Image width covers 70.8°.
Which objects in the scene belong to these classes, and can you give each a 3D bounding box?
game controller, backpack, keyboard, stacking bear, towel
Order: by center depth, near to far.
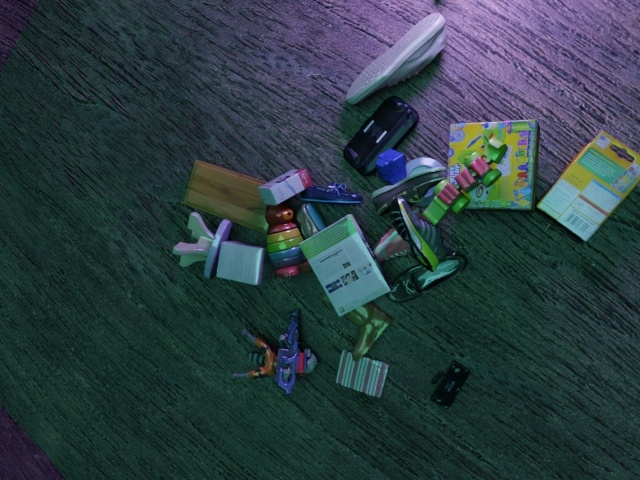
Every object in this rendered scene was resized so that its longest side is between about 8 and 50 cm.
[{"bbox_3d":[0.267,-0.269,1.710,0.101,0.120,0.098,-29,38,-10],"label":"backpack"},{"bbox_3d":[0.482,0.544,1.718,0.108,0.023,0.180,29,98,7],"label":"keyboard"},{"bbox_3d":[0.231,-0.409,1.762,0.319,0.067,0.166,-48,64,11],"label":"game controller"},{"bbox_3d":[-0.143,-0.009,1.801,0.164,0.175,0.289,-8,96,51],"label":"stacking bear"},{"bbox_3d":[0.164,0.532,1.807,0.196,0.029,0.144,14,94,18],"label":"towel"}]

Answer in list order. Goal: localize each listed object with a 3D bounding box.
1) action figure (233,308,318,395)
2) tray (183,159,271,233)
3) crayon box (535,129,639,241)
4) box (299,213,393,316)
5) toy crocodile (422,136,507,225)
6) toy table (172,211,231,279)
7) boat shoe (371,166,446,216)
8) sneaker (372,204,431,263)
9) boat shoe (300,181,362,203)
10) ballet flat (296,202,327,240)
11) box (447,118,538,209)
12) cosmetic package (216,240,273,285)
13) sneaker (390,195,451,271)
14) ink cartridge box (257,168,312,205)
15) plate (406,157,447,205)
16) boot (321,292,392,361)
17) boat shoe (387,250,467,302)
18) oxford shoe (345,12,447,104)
[{"bbox_3d":[-0.164,0.456,1.862,0.329,0.179,0.342,9,66,9],"label":"action figure"},{"bbox_3d":[-0.372,-0.189,1.922,0.410,0.076,0.203,19,96,14],"label":"tray"},{"bbox_3d":[0.927,-0.182,1.547,0.203,0.083,0.323,40,101,12],"label":"crayon box"},{"bbox_3d":[0.094,0.095,1.696,0.232,0.058,0.322,-29,89,19],"label":"box"},{"bbox_3d":[0.471,-0.188,1.475,0.340,0.105,0.115,-45,69,22],"label":"toy crocodile"},{"bbox_3d":[-0.489,0.017,1.887,0.160,0.252,0.275,20,102,0],"label":"toy table"},{"bbox_3d":[0.326,-0.175,1.650,0.324,0.116,0.097,-21,75,44],"label":"boat shoe"},{"bbox_3d":[0.297,0.018,1.714,0.136,0.116,0.314,41,101,10],"label":"sneaker"},{"bbox_3d":[0.040,-0.191,1.789,0.258,0.109,0.089,7,89,14],"label":"boat shoe"},{"bbox_3d":[0.000,0.000,1.818,0.106,0.107,0.316,-37,75,34],"label":"ballet flat"},{"bbox_3d":[0.597,-0.249,1.563,0.278,0.177,0.290,5,93,28],"label":"box"},{"bbox_3d":[-0.306,0.089,1.867,0.183,0.151,0.152,9,94,16],"label":"cosmetic package"},{"bbox_3d":[0.358,-0.038,1.628,0.121,0.111,0.300,-37,102,-14],"label":"sneaker"},{"bbox_3d":[-0.140,-0.211,1.770,0.175,0.127,0.073,-32,112,-23],"label":"ink cartridge box"},{"bbox_3d":[0.392,-0.226,1.729,0.188,0.024,0.188,0,90,16],"label":"plate"},{"bbox_3d":[0.116,0.307,1.786,0.269,0.089,0.236,39,86,11],"label":"boot"},{"bbox_3d":[0.393,0.137,1.697,0.335,0.095,0.112,-30,83,14],"label":"boat shoe"},{"bbox_3d":[0.292,-0.652,1.697,0.449,0.169,0.130,-36,126,15],"label":"oxford shoe"}]
